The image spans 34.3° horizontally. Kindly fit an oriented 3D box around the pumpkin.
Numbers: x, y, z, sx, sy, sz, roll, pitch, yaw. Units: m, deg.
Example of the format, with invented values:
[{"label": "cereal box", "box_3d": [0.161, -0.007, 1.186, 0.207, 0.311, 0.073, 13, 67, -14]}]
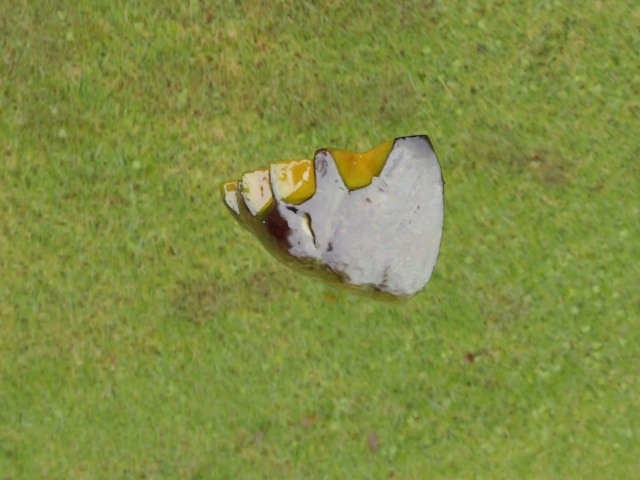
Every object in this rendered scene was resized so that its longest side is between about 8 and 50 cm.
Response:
[{"label": "pumpkin", "box_3d": [0.000, 0.000, 0.948, 0.131, 0.254, 0.149, -11, 87, -30]}]
